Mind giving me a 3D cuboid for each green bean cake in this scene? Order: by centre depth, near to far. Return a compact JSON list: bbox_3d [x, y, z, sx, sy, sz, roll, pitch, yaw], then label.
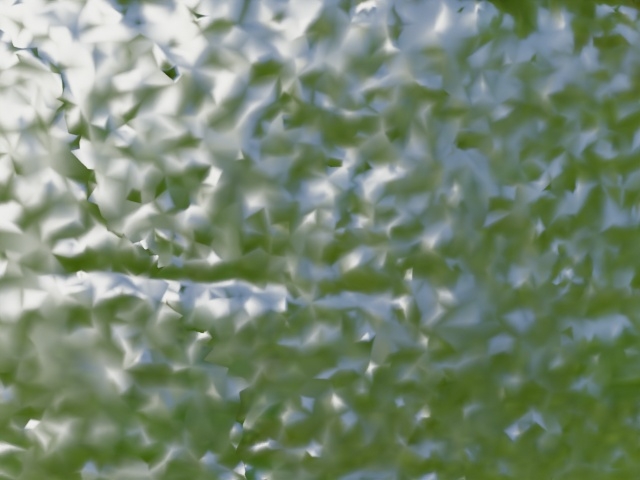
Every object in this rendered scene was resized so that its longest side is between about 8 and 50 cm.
[{"bbox_3d":[0.000,0.000,0.610,0.250,0.156,0.247,4,116,-8],"label":"green bean cake"}]
